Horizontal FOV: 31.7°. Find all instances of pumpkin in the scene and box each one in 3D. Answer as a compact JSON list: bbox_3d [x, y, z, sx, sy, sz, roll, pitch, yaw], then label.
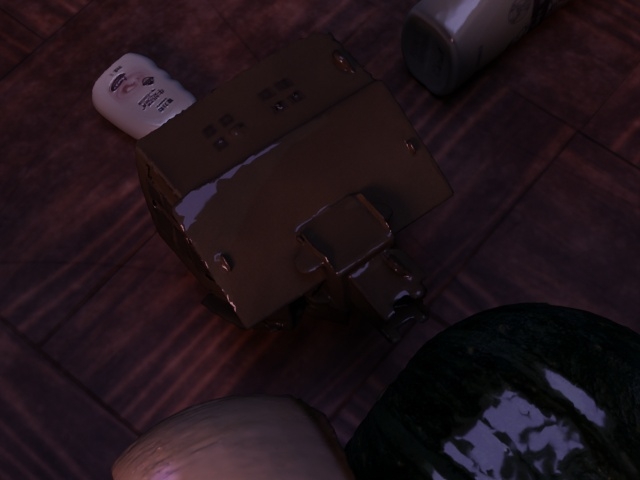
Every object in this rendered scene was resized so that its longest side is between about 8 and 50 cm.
[{"bbox_3d":[0.157,0.178,0.853,0.293,0.197,0.263,-36,69,-14],"label":"pumpkin"}]

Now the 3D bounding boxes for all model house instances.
[{"bbox_3d":[0.000,0.000,0.941,0.211,0.204,0.243,-34,56,-16],"label":"model house"}]

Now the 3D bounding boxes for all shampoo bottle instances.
[{"bbox_3d":[-0.150,-0.121,1.108,0.152,0.045,0.077,37,68,18],"label":"shampoo bottle"},{"bbox_3d":[0.237,-0.290,1.134,0.359,0.134,0.078,-38,69,-17],"label":"shampoo bottle"}]

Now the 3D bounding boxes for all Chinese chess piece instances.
[{"bbox_3d":[-0.020,0.264,0.731,0.141,0.338,0.338,-22,63,-14],"label":"Chinese chess piece"}]
